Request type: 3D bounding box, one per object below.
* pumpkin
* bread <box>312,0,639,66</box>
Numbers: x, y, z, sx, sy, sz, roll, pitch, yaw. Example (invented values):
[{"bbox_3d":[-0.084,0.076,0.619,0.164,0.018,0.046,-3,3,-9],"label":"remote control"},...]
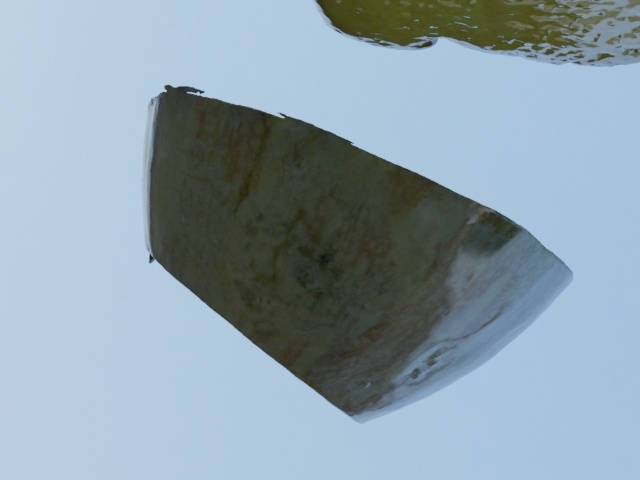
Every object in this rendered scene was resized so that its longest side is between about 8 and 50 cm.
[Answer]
[{"bbox_3d":[-0.001,0.018,0.756,0.217,0.217,0.110,22,-94,56],"label":"pumpkin"},{"bbox_3d":[0.073,-0.117,0.574,0.187,0.149,0.065,112,-9,-72],"label":"bread"}]
